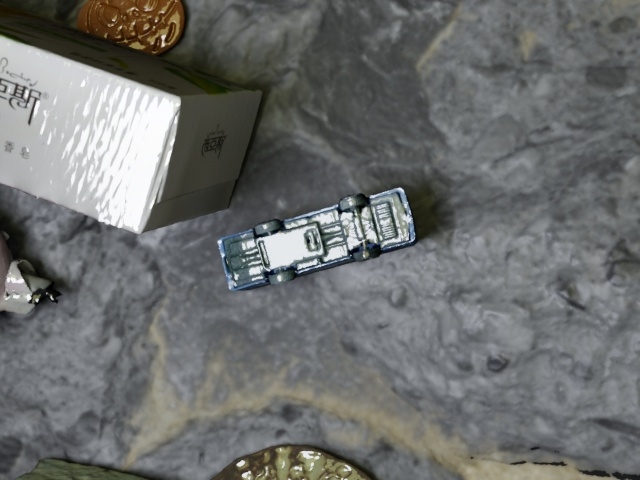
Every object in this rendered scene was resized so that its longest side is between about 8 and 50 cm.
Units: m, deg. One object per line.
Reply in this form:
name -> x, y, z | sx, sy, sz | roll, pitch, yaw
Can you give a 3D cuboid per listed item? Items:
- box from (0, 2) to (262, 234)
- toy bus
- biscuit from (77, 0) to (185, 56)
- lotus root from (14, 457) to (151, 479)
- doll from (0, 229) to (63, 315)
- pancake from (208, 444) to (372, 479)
box -> -0.200, -0.101, 1.058 | 0.260, 0.194, 0.111 | 18, 101, 11
toy bus -> 0.000, 0.000, 1.087 | 0.153, 0.061, 0.051 | -16, 86, 11
biscuit -> -0.156, -0.182, 1.150 | 0.091, 0.015, 0.078 | -23, 83, 9
lotus root -> -0.154, 0.280, 1.051 | 0.314, 0.142, 0.210 | 24, 100, 25
doll -> -0.324, 0.032, 1.133 | 0.192, 0.095, 0.149 | -31, 88, 6
pancake -> -0.026, 0.258, 1.099 | 0.199, 0.021, 0.199 | -1, 87, 11
